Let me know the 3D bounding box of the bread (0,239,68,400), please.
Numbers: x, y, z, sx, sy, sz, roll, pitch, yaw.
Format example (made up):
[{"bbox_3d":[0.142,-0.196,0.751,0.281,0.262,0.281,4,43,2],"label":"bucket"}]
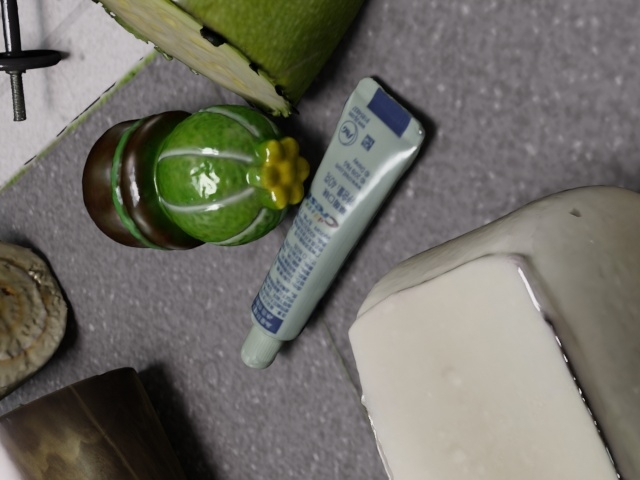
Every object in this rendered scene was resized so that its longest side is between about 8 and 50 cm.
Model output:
[{"bbox_3d":[-0.300,0.078,0.968,0.141,0.148,0.134,-33,96,42],"label":"bread"}]

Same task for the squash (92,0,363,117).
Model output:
[{"bbox_3d":[-0.024,-0.229,0.721,0.189,0.189,0.260,28,84,33],"label":"squash"}]

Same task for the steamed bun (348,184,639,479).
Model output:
[{"bbox_3d":[0.135,0.099,0.577,0.146,0.164,0.241,-26,86,44],"label":"steamed bun"}]

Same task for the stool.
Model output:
[{"bbox_3d":[-0.161,0.246,0.873,0.179,0.179,0.264,-35,78,42],"label":"stool"}]

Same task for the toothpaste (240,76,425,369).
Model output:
[{"bbox_3d":[0.000,0.000,0.756,0.062,0.037,0.216,45,124,27],"label":"toothpaste"}]

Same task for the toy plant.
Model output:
[{"bbox_3d":[-0.079,-0.040,0.778,0.162,0.093,0.092,-4,100,40],"label":"toy plant"}]

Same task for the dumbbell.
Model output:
[{"bbox_3d":[-0.230,-0.162,0.890,0.069,0.069,0.147,10,109,40],"label":"dumbbell"}]
